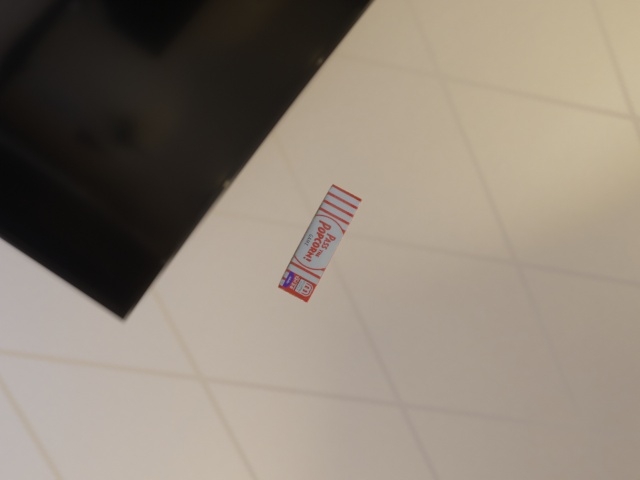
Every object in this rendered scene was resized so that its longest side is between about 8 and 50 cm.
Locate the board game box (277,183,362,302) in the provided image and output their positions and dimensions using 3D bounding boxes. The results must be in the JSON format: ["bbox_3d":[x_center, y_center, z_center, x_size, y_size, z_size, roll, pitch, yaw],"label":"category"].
[{"bbox_3d":[0.000,0.000,1.412,0.146,0.045,0.193,-62,180,3],"label":"board game box"}]
